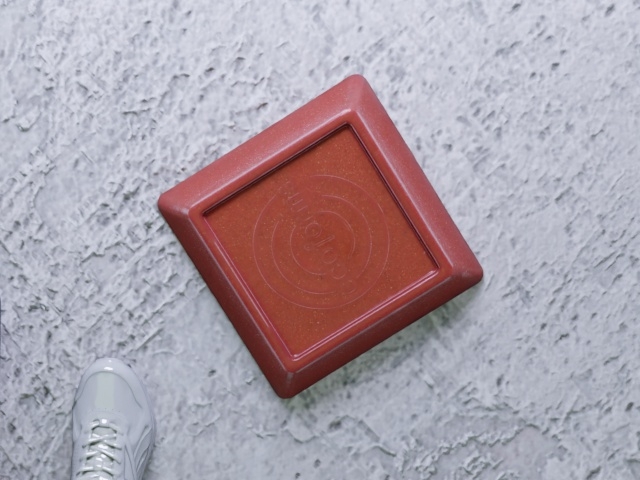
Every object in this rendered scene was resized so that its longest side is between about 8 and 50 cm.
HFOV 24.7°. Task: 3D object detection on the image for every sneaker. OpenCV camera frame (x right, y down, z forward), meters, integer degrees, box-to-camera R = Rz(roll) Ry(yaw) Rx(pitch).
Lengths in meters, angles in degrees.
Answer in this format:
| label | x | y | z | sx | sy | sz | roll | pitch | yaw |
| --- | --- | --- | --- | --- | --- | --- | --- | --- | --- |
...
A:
| label | x | y | z | sx | sy | sz | roll | pitch | yaw |
| --- | --- | --- | --- | --- | --- | --- | --- | --- | --- |
| sneaker | -0.221 | 0.240 | 1.513 | 0.090 | 0.115 | 0.232 | 1 | 96 | 0 |

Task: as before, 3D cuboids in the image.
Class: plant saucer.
| label | x | y | z | sx | sy | sz | roll | pitch | yaw |
| --- | --- | --- | --- | --- | --- | --- | --- | --- | --- |
| plant saucer | 0.000 | 0.000 | 1.522 | 0.259 | 0.048 | 0.258 | -32 | 95 | 4 |
